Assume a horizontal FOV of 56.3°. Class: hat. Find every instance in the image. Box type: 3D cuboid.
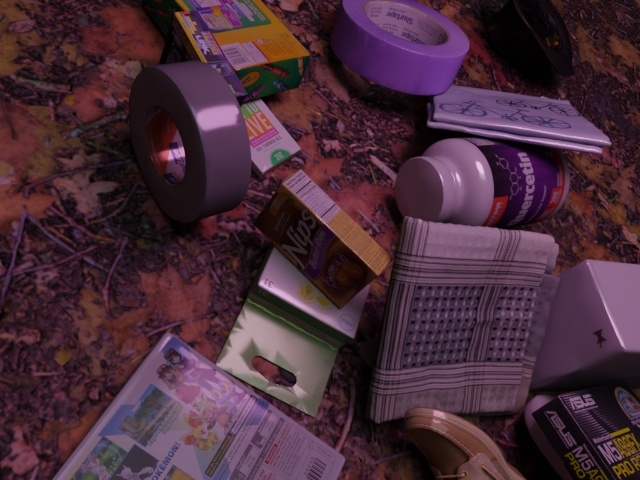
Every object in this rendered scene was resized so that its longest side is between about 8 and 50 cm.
[{"bbox_3d":[0.518,-0.540,1.533,0.331,0.134,0.331,22,57,-39],"label":"hat"}]

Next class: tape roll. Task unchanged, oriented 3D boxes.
[{"bbox_3d":[-0.188,-0.137,0.842,0.072,0.219,0.219,-21,74,-37],"label":"tape roll"},{"bbox_3d":[0.163,-0.413,1.237,0.275,0.090,0.274,12,41,-11],"label":"tape roll"}]

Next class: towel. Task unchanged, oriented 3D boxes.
[{"bbox_3d":[0.232,0.130,0.910,0.324,0.056,0.312,6,98,-30],"label":"towel"}]

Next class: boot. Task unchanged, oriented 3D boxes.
[{"bbox_3d":[0.188,0.376,0.820,0.262,0.095,0.203,46,50,-16],"label":"boot"}]

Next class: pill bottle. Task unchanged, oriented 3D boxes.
[{"bbox_3d":[0.302,-0.104,1.122,0.323,0.181,0.181,-10,68,-33],"label":"pill bottle"}]

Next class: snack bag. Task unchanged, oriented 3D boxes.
[{"bbox_3d":[0.371,-0.254,1.202,0.323,0.037,0.342,9,26,5],"label":"snack bag"}]

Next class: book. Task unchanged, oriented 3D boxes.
[{"bbox_3d":[-0.115,-0.187,1.037,0.096,0.035,0.144,-38,86,-35],"label":"book"}]

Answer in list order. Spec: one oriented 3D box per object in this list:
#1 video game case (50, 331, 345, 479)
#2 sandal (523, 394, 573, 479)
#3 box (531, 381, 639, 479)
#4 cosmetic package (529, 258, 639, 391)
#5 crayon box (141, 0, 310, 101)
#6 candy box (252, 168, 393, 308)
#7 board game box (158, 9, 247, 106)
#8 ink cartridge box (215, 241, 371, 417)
[{"bbox_3d":[-0.157,0.320,0.708,0.300,0.036,0.329,37,52,-5],"label":"video game case"},{"bbox_3d":[0.449,0.443,0.941,0.169,0.102,0.416,4,49,-45],"label":"sandal"},{"bbox_3d":[0.475,0.338,0.938,0.270,0.060,0.216,7,45,-43],"label":"box"},{"bbox_3d":[0.580,0.166,1.090,0.453,0.230,0.161,6,60,-28],"label":"cosmetic package"},{"bbox_3d":[-0.169,-0.373,1.056,0.165,0.081,0.278,-25,68,-37],"label":"crayon box"},{"bbox_3d":[0.000,0.000,0.871,0.187,0.109,0.053,44,46,2],"label":"candy box"},{"bbox_3d":[-0.195,-0.253,0.958,0.048,0.141,0.170,-20,74,-36],"label":"board game box"},{"bbox_3d":[-0.031,0.115,0.889,0.171,0.056,0.235,31,50,-11],"label":"ink cartridge box"}]
